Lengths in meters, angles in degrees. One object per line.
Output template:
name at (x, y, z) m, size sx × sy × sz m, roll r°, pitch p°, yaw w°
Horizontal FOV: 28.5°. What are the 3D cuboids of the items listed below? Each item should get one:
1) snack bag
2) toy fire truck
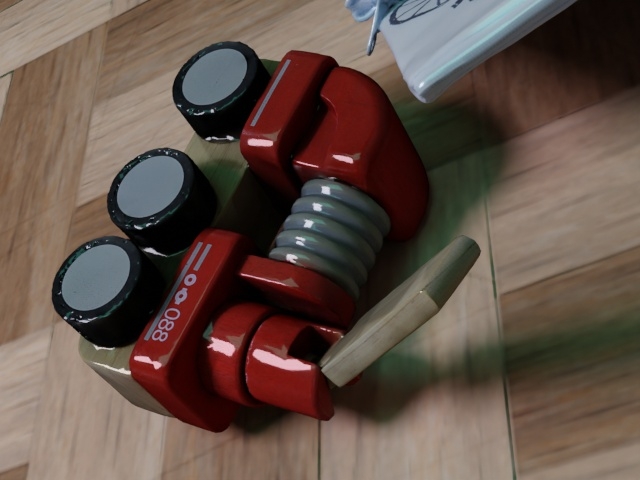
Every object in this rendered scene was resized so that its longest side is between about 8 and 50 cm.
snack bag at (0.150, -0.220, 0.747) m, size 0.323 × 0.037 × 0.342 m, roll -34°, pitch 22°, yaw 11°
toy fire truck at (0.000, 0.000, 0.685) m, size 0.246 × 0.158 × 0.217 m, roll 13°, pitch 64°, yaw 32°
